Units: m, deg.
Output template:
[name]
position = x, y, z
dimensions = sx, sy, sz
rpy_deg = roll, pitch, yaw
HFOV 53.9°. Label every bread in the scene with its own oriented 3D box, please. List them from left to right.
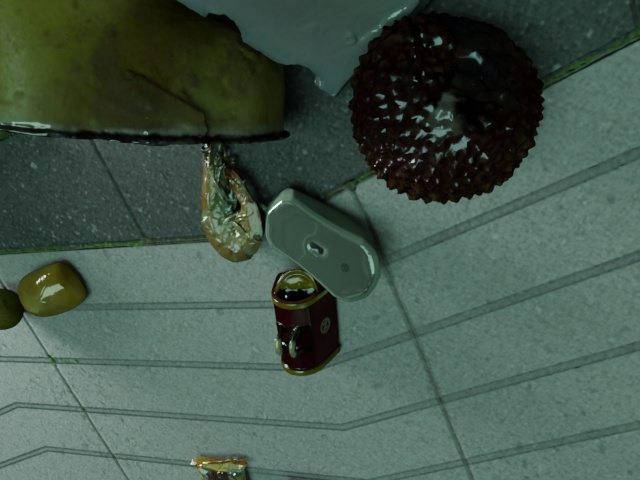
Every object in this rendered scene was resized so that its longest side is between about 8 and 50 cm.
[bread]
position = -0.430, 0.083, 0.994
dimensions = 0.115, 0.056, 0.082
rpy_deg = -14, 111, 28

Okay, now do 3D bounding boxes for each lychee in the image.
[lychee]
position = 0.115, -0.119, 0.603
dimensions = 0.188, 0.188, 0.188
rpy_deg = 9, 120, 17

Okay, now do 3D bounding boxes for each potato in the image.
[potato]
position = -0.226, -0.254, 0.612
dimensions = 0.397, 0.290, 0.295
rpy_deg = 6, 106, 7

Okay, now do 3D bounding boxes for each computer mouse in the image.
[computer mouse]
position = 0.000, 0.000, 0.777
dimensions = 0.182, 0.056, 0.089
rpy_deg = 34, 115, 14

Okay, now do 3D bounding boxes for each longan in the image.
[longan]
position = -0.534, 0.113, 1.037
dimensions = 0.075, 0.083, 0.075
rpy_deg = -9, 76, 37

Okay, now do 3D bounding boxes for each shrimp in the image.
[shrimp]
position = -0.117, -0.054, 0.795
dimensions = 0.099, 0.041, 0.180
rpy_deg = 14, 117, 38

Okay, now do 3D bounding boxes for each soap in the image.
[soap]
position = -0.038, -0.233, 0.530
dimensions = 0.159, 0.302, 0.257
rpy_deg = -30, 105, 28

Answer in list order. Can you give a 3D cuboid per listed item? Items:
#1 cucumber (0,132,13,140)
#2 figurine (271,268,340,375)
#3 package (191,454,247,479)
[cucumber]
position = -0.551, -0.148, 0.917
dimensions = 0.220, 0.070, 0.046
rpy_deg = -14, 81, 26
[figurine]
position = -0.032, 0.106, 0.823
dimensions = 0.082, 0.098, 0.154
rpy_deg = 7, 122, 23
[package]
position = -0.162, 0.421, 1.083
dimensions = 0.108, 0.031, 0.120
rpy_deg = -2, 116, 23
